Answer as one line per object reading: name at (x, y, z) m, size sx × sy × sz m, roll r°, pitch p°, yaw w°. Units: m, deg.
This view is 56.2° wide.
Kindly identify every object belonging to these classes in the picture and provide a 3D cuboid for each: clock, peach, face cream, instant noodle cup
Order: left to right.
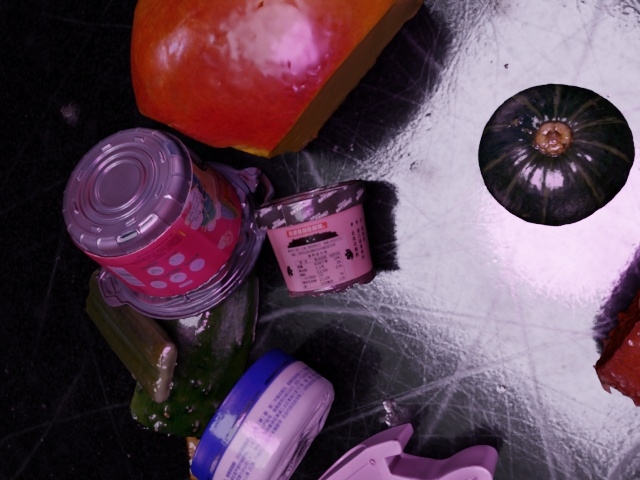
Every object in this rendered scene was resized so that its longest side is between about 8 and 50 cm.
instant noodle cup at (-0.227, -0.037, 0.823) m, size 0.302 × 0.181 × 0.258 m, roll -43°, pitch 61°, yaw -3°
peach at (-0.088, -0.270, 0.766) m, size 0.380 × 0.242 × 0.306 m, roll -44°, pitch 82°, yaw 20°
face cream at (-0.070, 0.260, 0.816) m, size 0.111 × 0.206 × 0.205 m, roll 29°, pitch 105°, yaw 13°
clock at (0.137, 0.388, 0.806) m, size 0.275 × 0.080 × 0.290 m, roll 47°, pitch 111°, yaw 13°

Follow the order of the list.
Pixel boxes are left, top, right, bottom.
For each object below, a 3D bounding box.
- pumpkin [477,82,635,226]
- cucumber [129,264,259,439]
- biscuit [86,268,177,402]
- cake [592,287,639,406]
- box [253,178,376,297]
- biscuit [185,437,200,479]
pumpkin at (0.266, -0.100, 0.686) m, size 0.167 × 0.125 × 0.167 m, roll -3°, pitch 84°, yaw 30°
cucumber at (-0.186, 0.150, 0.917) m, size 0.145 × 0.105 × 0.325 m, roll 24°, pitch 100°, yaw 21°
biscuit at (-0.301, 0.131, 0.923) m, size 0.323 × 0.038 × 0.099 m, roll 28°, pitch 107°, yaw 47°
cake at (0.409, 0.071, 0.610) m, size 0.151 × 0.177 × 0.282 m, roll 36°, pitch 106°, yaw 17°
box at (0.000, 0.000, 0.802) m, size 0.151 × 0.151 × 0.135 m, roll -12°, pitch 97°, yaw 24°
biscuit at (-0.183, 0.353, 0.973) m, size 0.082 × 0.018 × 0.083 m, roll -1°, pitch 94°, yaw 23°
